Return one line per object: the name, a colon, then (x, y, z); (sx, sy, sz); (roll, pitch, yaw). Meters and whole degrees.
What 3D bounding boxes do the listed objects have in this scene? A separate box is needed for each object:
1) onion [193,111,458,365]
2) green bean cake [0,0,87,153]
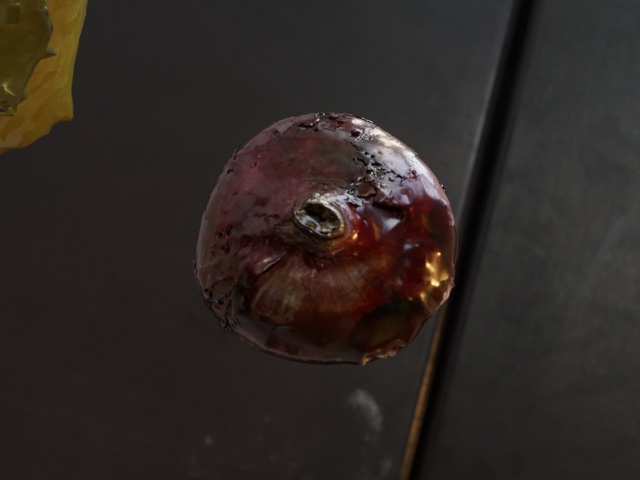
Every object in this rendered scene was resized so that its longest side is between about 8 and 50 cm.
onion: (0.000, 0.000, 1.172); (0.219, 0.252, 0.252); (41, 63, -83)
green bean cake: (-0.233, -0.156, 0.467); (0.202, 0.285, 0.310); (110, -26, -43)
